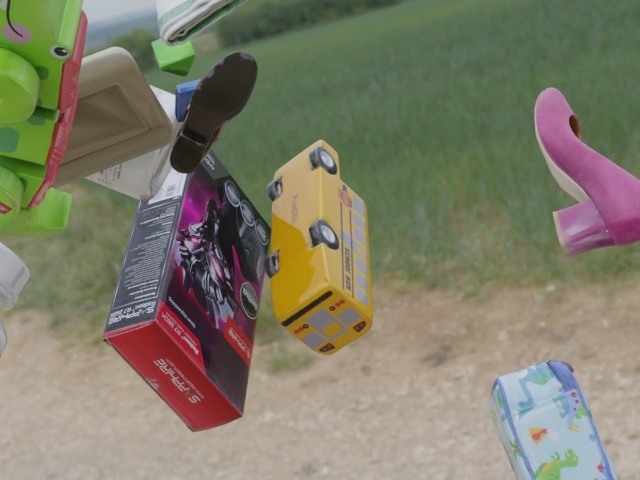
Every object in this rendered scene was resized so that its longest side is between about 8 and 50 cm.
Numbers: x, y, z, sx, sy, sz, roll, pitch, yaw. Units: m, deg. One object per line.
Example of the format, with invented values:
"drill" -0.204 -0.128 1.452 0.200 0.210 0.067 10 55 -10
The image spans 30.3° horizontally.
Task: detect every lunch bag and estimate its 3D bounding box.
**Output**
"lunch bag" 0.242 0.238 1.193 0.090 0.219 0.176 -19 -23 -2

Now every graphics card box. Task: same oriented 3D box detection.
"graphics card box" -0.179 0.054 1.694 0.094 0.233 0.371 -18 41 22

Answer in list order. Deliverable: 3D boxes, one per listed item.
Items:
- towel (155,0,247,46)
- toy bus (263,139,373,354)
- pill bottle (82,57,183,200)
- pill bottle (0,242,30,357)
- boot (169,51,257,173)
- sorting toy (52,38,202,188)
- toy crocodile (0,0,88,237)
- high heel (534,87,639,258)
"towel" -0.072 -0.205 0.692 0.113 0.152 0.023 -24 -16 36
"toy bus" 0.000 0.000 1.732 0.108 0.130 0.333 -36 31 26
"pill bottle" -0.283 -0.146 1.387 0.229 0.131 0.131 22 14 2
"pill bottle" -0.298 0.081 0.870 0.112 0.112 0.187 -3 51 50
"boot" -0.079 -0.109 0.904 0.106 0.037 0.114 -52 10 17
"sorting toy" -0.260 -0.127 1.213 0.347 0.047 0.196 -21 -20 -1
"toy crocodile" -0.232 -0.108 0.926 0.105 0.115 0.340 12 -39 -13
"high heel" 0.302 -0.091 1.279 0.117 0.082 0.244 -19 41 20
